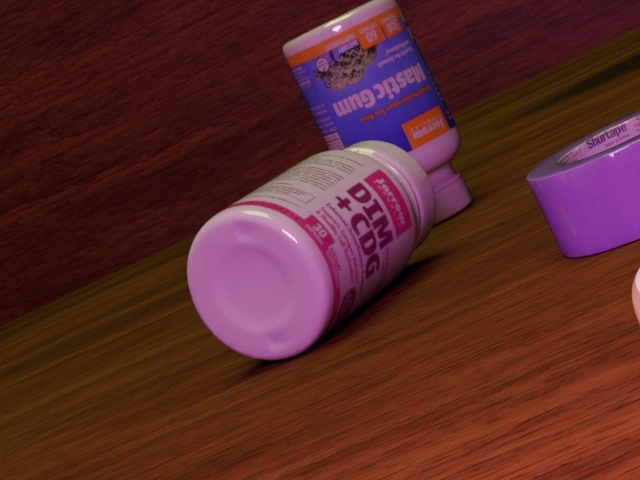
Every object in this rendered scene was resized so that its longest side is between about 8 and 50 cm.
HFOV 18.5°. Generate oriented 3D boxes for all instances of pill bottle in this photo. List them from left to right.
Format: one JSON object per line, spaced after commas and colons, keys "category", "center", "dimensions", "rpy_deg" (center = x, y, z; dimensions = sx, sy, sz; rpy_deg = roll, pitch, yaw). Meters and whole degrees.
{"category": "pill bottle", "center": [0.000, 0.000, 2.009], "dimensions": [0.160, 0.160, 0.283], "rpy_deg": [-22, 8, 34]}
{"category": "pill bottle", "center": [0.077, -0.146, 2.363], "dimensions": [0.152, 0.272, 0.152], "rpy_deg": [-26, 6, 3]}

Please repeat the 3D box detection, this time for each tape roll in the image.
{"category": "tape roll", "center": [0.283, -0.062, 1.737], "dimensions": [0.189, 0.080, 0.189], "rpy_deg": [-27, 7, 3]}

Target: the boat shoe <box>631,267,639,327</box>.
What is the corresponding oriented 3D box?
{"category": "boat shoe", "center": [0.271, 0.003, 1.227], "dimensions": [0.096, 0.098, 0.277], "rpy_deg": [-23, 16, 26]}
